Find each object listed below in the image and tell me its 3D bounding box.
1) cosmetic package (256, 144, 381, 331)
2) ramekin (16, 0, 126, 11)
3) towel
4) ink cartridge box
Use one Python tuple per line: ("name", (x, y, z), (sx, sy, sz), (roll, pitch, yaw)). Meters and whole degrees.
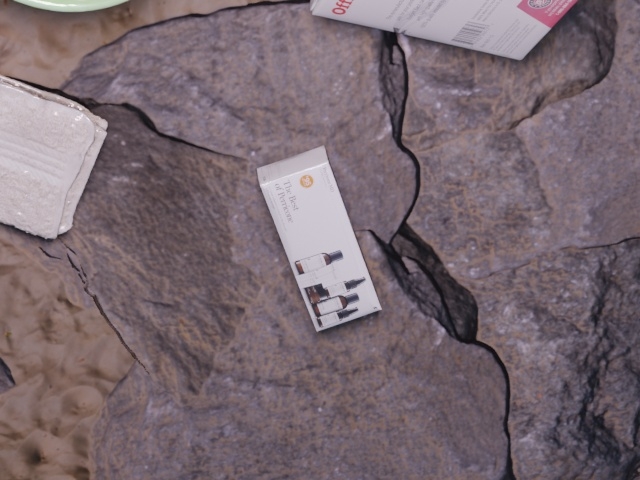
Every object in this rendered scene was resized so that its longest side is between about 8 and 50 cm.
("cosmetic package", (0.000, 0.000, 1.933), (0.099, 0.060, 0.239), (-20, 117, 1))
("ramekin", (-0.283, -0.424, 1.609), (0.303, 0.148, 0.303), (-3, 129, -4))
("towel", (-0.427, -0.120, 1.821), (0.282, 0.049, 0.187), (18, 111, -16))
("ink cartridge box", (0.150, -0.330, 1.702), (0.283, 0.207, 0.117), (10, 71, -13))
